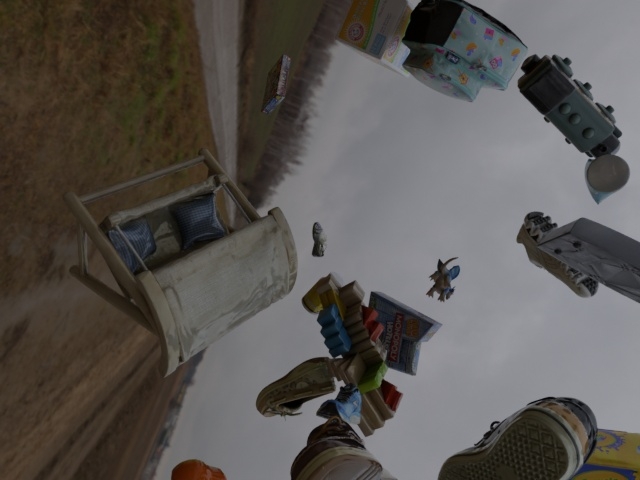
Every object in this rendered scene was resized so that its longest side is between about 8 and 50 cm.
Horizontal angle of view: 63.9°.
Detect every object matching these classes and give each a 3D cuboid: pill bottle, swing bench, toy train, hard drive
[{"bbox_3d":[0.008,0.136,1.335,0.116,0.065,0.065,-49,-164,25],"label":"pill bottle"},{"bbox_3d":[-0.199,0.019,0.778,0.253,0.254,0.165,-32,152,-42],"label":"swing bench"},{"bbox_3d":[0.649,-0.345,1.339,0.142,0.334,0.190,-41,-171,35],"label":"toy train"},{"bbox_3d":[0.556,0.044,0.960,0.054,0.254,0.172,-59,173,-7],"label":"hard drive"}]

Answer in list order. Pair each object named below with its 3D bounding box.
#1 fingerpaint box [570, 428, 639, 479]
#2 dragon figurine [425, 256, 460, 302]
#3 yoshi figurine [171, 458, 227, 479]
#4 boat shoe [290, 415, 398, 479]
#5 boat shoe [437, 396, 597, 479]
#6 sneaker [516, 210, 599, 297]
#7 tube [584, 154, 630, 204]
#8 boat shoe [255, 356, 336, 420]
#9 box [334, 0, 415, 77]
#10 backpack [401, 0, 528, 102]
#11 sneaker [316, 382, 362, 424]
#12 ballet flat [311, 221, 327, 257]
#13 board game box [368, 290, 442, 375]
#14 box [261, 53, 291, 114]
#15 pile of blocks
[{"bbox_3d":[0.781,0.664,1.223,0.163,0.444,0.371,-52,144,-72],"label":"fingerpaint box"},{"bbox_3d":[0.457,0.126,1.879,0.144,0.085,0.289,-50,150,-41],"label":"dragon figurine"},{"bbox_3d":[-0.169,0.511,0.695,0.204,0.203,0.362,-59,-144,25],"label":"yoshi figurine"},{"bbox_3d":[0.020,0.327,0.744,0.123,0.123,0.342,-45,147,-5],"label":"boat shoe"},{"bbox_3d":[0.410,0.487,1.100,0.187,0.156,0.500,52,-38,29],"label":"boat shoe"},{"bbox_3d":[0.679,0.053,1.480,0.292,0.110,0.118,62,-30,32],"label":"sneaker"},{"bbox_3d":[0.428,-0.095,0.786,0.207,0.052,0.080,-9,94,-67],"label":"tube"},{"bbox_3d":[-0.066,0.381,1.257,0.285,0.104,0.089,-47,-127,38],"label":"boat shoe"},{"bbox_3d":[0.128,-0.405,1.003,0.114,0.103,0.203,-64,162,17],"label":"box"},{"bbox_3d":[0.244,-0.319,0.878,0.166,0.188,0.144,-119,-134,-67],"label":"backpack"},{"bbox_3d":[0.039,0.298,0.950,0.162,0.063,0.073,45,58,-67],"label":"sneaker"},{"bbox_3d":[0.000,0.000,1.314,0.041,0.041,0.114,-78,173,-46],"label":"ballet flat"},{"bbox_3d":[0.210,0.245,1.332,0.194,0.060,0.194,9,-91,38],"label":"board game box"},{"bbox_3d":[-0.119,-0.418,1.375,0.094,0.027,0.137,-30,-133,51],"label":"box"},{"bbox_3d":[0.086,0.228,1.124,0.112,0.149,0.362,-31,-112,25],"label":"pile of blocks"}]
